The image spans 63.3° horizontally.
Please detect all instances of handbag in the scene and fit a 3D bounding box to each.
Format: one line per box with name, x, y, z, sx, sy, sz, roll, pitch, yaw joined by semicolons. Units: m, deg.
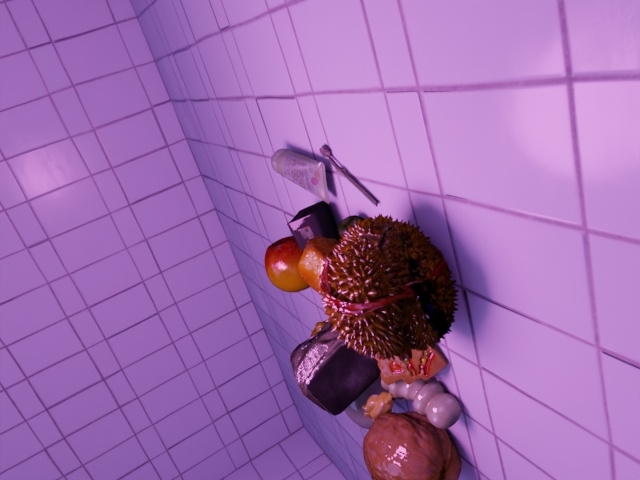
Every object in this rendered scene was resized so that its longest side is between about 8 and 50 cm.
handbag;0.060;0.441;1.937;0.247;0.340;0.240;49;174;-25

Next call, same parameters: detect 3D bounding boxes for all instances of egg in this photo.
egg;0.172;0.605;2.053;0.203;0.202;0.283;124;127;-68

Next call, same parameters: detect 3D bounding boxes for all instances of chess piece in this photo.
chess piece;0.328;0.482;1.634;0.251;0.144;0.145;35;146;42

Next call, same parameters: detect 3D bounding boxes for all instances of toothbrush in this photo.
toothbrush;0.080;-0.194;1.543;0.294;0.026;0.028;52;142;30

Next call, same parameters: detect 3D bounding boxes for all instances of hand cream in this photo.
hand cream;-0.065;-0.235;1.759;0.305;0.093;0.147;36;142;49

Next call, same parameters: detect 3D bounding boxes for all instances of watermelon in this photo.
watermelon;0.103;-0.025;1.594;0.109;0.108;0.109;50;157;31

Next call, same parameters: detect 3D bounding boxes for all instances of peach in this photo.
peach;-0.113;0.093;2.093;0.231;0.230;0.231;50;157;31

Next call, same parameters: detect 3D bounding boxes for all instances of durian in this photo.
durian;0.165;0.122;1.303;0.347;0.347;0.385;4;109;67

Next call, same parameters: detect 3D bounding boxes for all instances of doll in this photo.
doll;0.251;0.563;1.863;0.117;0.086;0.291;32;127;2

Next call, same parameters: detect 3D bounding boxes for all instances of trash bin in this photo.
trash bin;0.000;0.000;1.775;0.226;0.114;0.165;65;-159;-13

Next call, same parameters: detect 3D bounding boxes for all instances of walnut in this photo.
walnut;0.299;0.739;1.776;0.344;0.306;0.306;10;125;62

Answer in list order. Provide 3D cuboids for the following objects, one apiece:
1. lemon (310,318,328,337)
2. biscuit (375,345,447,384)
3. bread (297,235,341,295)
lemon;0.056;0.432;2.165;0.184;0.184;0.249;31;155;56
biscuit;0.265;0.354;1.576;0.238;0.041;0.213;5;103;28
bread;0.054;0.089;1.582;0.268;0.268;0.146;42;111;45
